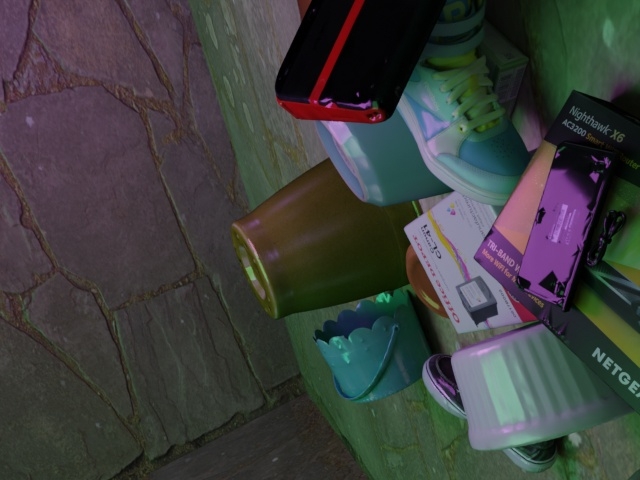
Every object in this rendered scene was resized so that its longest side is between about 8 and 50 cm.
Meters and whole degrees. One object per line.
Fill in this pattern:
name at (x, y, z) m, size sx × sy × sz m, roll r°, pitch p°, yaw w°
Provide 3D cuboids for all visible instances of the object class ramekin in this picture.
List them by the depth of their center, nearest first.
ramekin at (0.318, 0.181, 0.941) m, size 0.277 × 0.277 × 0.135 m, roll 124°, pitch 128°, yaw -71°

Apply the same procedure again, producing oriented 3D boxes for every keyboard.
keyboard at (0.280, -0.013, 0.740) m, size 0.108 × 0.023 × 0.180 m, roll 32°, pitch 112°, yaw 57°

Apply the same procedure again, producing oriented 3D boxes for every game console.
game console at (0.085, -0.333, 0.880) m, size 0.060 × 0.386 × 0.342 m, roll 25°, pitch -179°, yaw -29°

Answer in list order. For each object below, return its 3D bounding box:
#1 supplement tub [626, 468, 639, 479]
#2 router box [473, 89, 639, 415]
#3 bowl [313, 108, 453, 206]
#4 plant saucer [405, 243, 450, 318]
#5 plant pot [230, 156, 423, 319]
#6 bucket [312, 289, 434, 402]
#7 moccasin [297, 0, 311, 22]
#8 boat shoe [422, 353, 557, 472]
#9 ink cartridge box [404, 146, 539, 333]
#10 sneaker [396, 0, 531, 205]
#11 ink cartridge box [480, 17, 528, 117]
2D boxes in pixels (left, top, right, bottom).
supplement tub at (0.498, 0.425, 0.757) m, size 0.331 × 0.241 × 0.241 m, roll 67°, pitch 164°, yaw -5°
router box at (0.342, 0.013, 0.742) m, size 0.309 × 0.081 × 0.242 m, roll 50°, pitch 124°, yaw 43°
bowl at (0.099, -0.183, 1.177) m, size 0.311 × 0.163 × 0.311 m, roll 59°, pitch 177°, yaw 5°
plant saucer at (0.243, 0.084, 1.360) m, size 0.200 × 0.037 × 0.199 m, roll 38°, pitch 148°, yaw 30°
plant pot at (0.000, 0.000, 1.530) m, size 0.366 × 0.353 × 0.366 m, roll 57°, pitch 161°, yaw 31°
bucket at (0.133, 0.259, 1.661) m, size 0.183 × 0.281 × 0.281 m, roll 64°, pitch 164°, yaw -4°
moccasin at (-0.063, -0.575, 1.272) m, size 0.139 × 0.147 × 0.379 m, roll 43°, pitch 152°, yaw 54°
boat shoe at (0.342, 0.313, 1.363) m, size 0.335 × 0.121 × 0.119 m, roll 35°, pitch 139°, yaw 42°
ink cartridge box at (0.279, 0.017, 1.071) m, size 0.226 × 0.131 × 0.306 m, roll 64°, pitch 162°, yaw 6°
sneaker at (0.182, -0.207, 0.879) m, size 0.319 × 0.127 × 0.208 m, roll 56°, pitch 162°, yaw 26°
ink cartridge box at (0.204, -0.270, 1.031) m, size 0.235 × 0.056 × 0.171 m, roll 58°, pitch 162°, yaw 31°
